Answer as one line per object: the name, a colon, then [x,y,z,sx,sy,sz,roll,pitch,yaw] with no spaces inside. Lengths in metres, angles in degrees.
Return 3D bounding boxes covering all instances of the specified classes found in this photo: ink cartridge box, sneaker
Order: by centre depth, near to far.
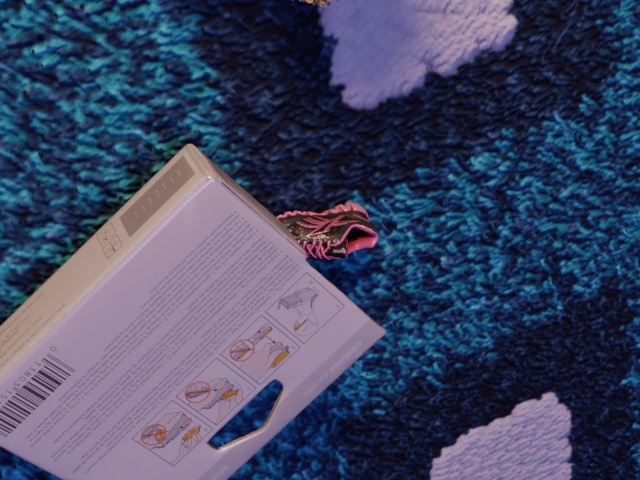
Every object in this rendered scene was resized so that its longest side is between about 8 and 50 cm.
ink cartridge box: [-0.129,0.100,1.093,0.296,0.066,0.261,-43,130,5]
sneaker: [0.000,0.000,1.134,0.119,0.057,0.047,-16,126,-21]

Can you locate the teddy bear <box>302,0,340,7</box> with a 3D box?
teddy bear: [-0.054,-0.326,0.890,0.338,0.113,0.245,20,98,-30]
